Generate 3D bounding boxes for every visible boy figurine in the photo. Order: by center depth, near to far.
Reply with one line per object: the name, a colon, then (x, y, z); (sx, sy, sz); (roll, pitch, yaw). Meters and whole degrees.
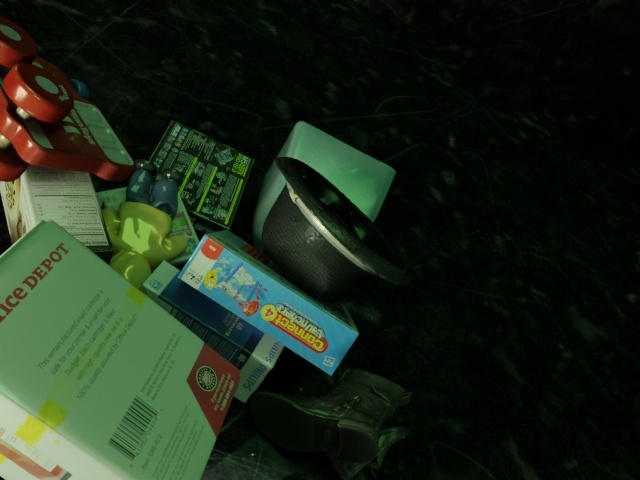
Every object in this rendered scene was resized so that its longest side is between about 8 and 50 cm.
boy figurine: (-0.326, -0.011, 1.205); (0.177, 0.092, 0.285); (16, 58, -18)

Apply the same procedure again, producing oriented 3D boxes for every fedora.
fedora: (0.000, 0.000, 1.185); (0.334, 0.152, 0.334); (40, 13, -11)

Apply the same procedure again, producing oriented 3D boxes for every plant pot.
plant pot: (-0.016, -0.055, 1.428); (0.248, 0.247, 0.252); (26, 55, -11)

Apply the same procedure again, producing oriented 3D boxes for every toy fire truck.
toy fire truck: (-0.473, -0.226, 1.095); (0.302, 0.169, 0.254); (52, 19, 20)

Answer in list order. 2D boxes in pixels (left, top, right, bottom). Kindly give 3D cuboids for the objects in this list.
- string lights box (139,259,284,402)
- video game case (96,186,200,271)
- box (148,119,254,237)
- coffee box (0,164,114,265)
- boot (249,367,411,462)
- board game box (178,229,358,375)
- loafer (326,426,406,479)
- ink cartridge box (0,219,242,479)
string lights box: (-0.204, 0.165, 1.145); (0.260, 0.133, 0.076); (33, 40, -3)
video game case: (-0.353, -0.023, 1.270); (0.201, 0.023, 0.183); (-15, 71, -32)
box: (-0.281, -0.135, 1.457); (0.216, 0.060, 0.270); (25, 40, -13)
coffee box: (-0.472, -0.042, 1.142); (0.119, 0.168, 0.297); (-3, 53, -36)
boot: (0.023, 0.302, 1.204); (0.263, 0.091, 0.229); (16, 19, 13)
board game box: (-0.088, 0.100, 1.200); (0.302, 0.086, 0.308); (33, 1, -2)
loafer: (0.092, 0.390, 1.190); (0.170, 0.062, 0.061); (-12, 66, -31)
ink cartridge box: (-0.333, 0.196, 0.909); (0.385, 0.160, 0.279); (43, 30, -14)
